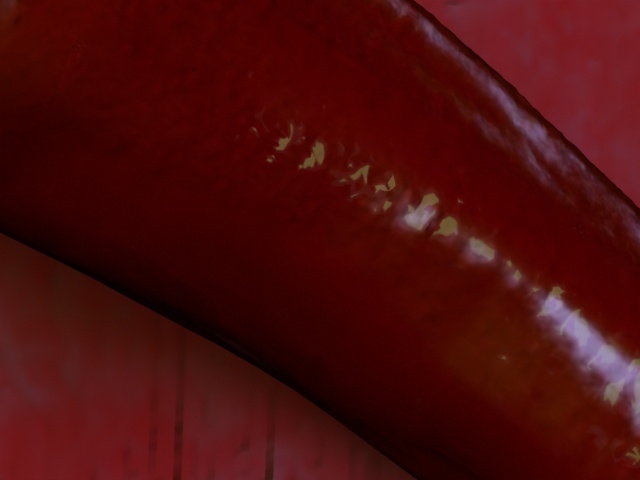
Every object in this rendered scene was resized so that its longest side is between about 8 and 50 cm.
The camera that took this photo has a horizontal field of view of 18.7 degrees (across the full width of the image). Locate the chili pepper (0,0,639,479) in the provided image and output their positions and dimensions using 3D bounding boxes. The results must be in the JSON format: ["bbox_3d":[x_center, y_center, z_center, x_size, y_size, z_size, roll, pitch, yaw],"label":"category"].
[{"bbox_3d":[0.004,-0.001,0.384,0.368,0.137,0.092,29,112,-15],"label":"chili pepper"}]
